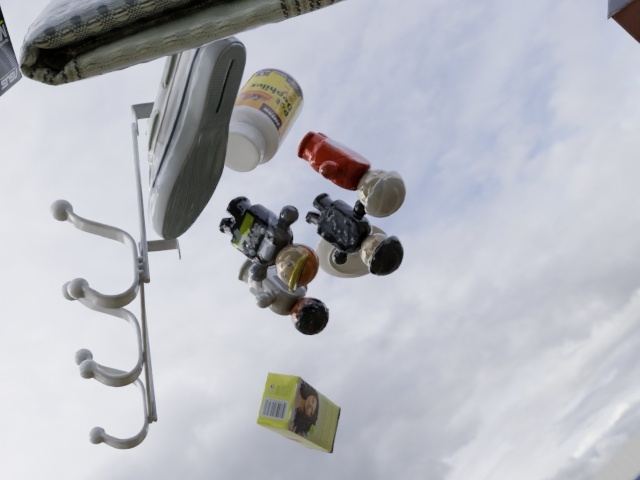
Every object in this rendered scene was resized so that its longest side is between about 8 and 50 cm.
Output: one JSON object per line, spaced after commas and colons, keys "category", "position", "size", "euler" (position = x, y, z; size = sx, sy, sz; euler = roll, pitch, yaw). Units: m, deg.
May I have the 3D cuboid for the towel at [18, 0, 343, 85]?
{"category": "towel", "position": [-0.051, -0.225, 0.530], "size": [0.324, 0.312, 0.056], "euler": [-20, -57, 0]}

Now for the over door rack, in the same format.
{"category": "over door rack", "position": [-0.221, 0.027, 0.753], "size": [0.108, 0.324, 0.239], "euler": [4, -49, -8]}

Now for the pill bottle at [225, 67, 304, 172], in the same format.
{"category": "pill bottle", "position": [-0.112, -0.215, 1.225], "size": [0.215, 0.117, 0.117], "euler": [-67, -8, -46]}

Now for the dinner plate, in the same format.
{"category": "dinner plate", "position": [0.060, 0.024, 1.237], "size": [0.141, 0.017, 0.141], "euler": [-5, -45, -5]}

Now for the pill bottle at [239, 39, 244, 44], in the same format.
{"category": "pill bottle", "position": [-0.189, -0.383, 1.436], "size": [0.043, 0.083, 0.043], "euler": [8, -27, 4]}

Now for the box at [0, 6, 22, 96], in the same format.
{"category": "box", "position": [-0.533, -0.297, 1.027], "size": [0.045, 0.190, 0.184], "euler": [-2, -57, 5]}

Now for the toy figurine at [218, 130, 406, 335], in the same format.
{"category": "toy figurine", "position": [0.000, 0.000, 0.833], "size": [0.209, 0.148, 0.213], "euler": [-43, -25, -23]}

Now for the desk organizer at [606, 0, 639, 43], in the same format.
{"category": "desk organizer", "position": [0.313, -0.226, 0.571], "size": [0.050, 0.047, 0.130], "euler": [31, -36, -20]}

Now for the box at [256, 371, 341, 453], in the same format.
{"category": "box", "position": [-0.029, 0.289, 1.124], "size": [0.232, 0.058, 0.087], "euler": [53, -135, -60]}

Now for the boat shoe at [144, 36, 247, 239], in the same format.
{"category": "boat shoe", "position": [-0.143, -0.114, 0.714], "size": [0.083, 0.076, 0.226], "euler": [-10, -53, -62]}
